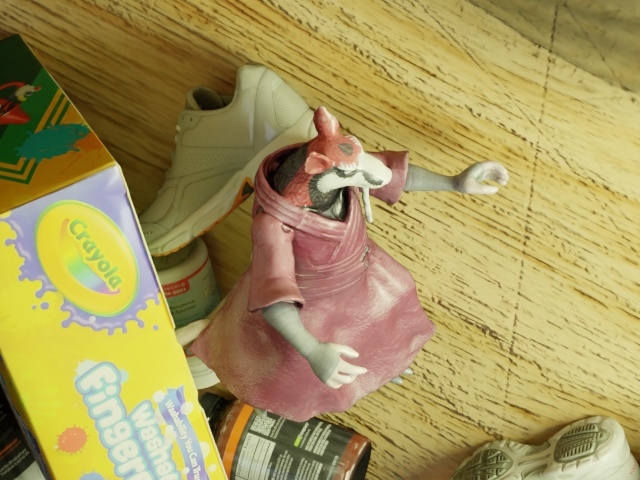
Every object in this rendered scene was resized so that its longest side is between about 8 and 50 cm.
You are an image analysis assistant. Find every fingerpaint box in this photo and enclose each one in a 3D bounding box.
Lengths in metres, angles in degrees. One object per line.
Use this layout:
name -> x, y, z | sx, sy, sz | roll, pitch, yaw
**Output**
fingerpaint box -> -0.254, 0.073, 1.539 | 0.371, 0.163, 0.445 | 47, 157, 55

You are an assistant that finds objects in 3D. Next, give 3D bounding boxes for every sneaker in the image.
sneaker -> -0.110, -0.086, 1.540 | 0.262, 0.099, 0.121 | -35, 97, 33
sneaker -> 0.233, 0.266, 1.630 | 0.232, 0.090, 0.115 | -19, 118, 37

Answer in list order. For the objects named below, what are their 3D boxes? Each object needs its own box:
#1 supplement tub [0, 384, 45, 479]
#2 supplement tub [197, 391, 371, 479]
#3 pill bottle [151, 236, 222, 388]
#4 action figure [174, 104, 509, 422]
supplement tub -> -0.452, 0.161, 1.813 | 0.207, 0.207, 0.338 | -10, 119, 32
supplement tub -> -0.050, 0.234, 1.734 | 0.197, 0.106, 0.106 | 20, 131, 13
pill bottle -> -0.146, 0.078, 1.675 | 0.087, 0.087, 0.160 | 2, 125, 26
action figure -> 0.000, 0.000, 1.469 | 0.275, 0.248, 0.370 | 32, 148, 29
